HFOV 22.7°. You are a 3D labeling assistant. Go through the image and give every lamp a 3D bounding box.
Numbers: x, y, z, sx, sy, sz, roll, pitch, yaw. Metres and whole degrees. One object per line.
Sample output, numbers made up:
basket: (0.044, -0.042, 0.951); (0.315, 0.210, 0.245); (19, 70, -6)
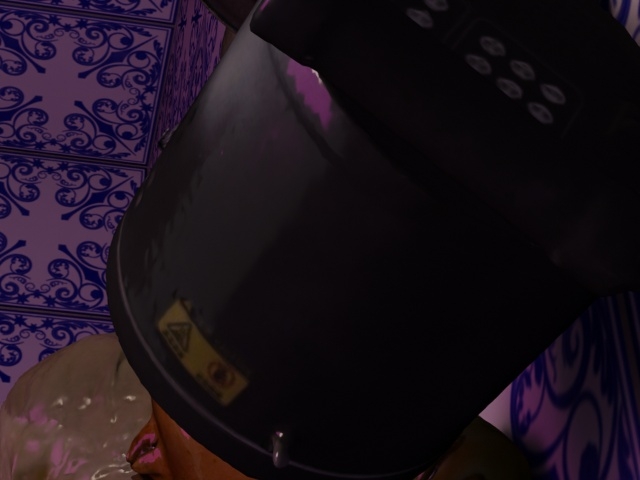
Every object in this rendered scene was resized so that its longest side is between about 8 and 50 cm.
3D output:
lamp: (0.023, -0.006, 0.739); (0.272, 0.205, 0.374); (-53, 0, 22)

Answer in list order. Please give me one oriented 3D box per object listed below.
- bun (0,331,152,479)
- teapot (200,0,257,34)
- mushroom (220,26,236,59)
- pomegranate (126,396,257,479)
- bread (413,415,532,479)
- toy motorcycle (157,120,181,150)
bun: (-0.184, 0.255, 1.549); (0.213, 0.361, 0.361); (6, -90, -58)
teapot: (0.035, -0.244, 1.056); (0.312, 0.233, 0.315); (-88, -19, -58)
mushroom: (-0.085, -0.208, 1.955); (0.333, 0.087, 0.107); (106, 171, -57)
pomegranate: (-0.020, 0.131, 1.099); (0.209, 0.209, 0.209); (-173, 90, -80)
bread: (0.073, 0.158, 0.902); (0.139, 0.071, 0.130); (-106, 20, -65)
toy motorcycle: (-0.081, -0.097, 1.692); (0.198, 0.109, 0.296); (-34, 29, 33)
